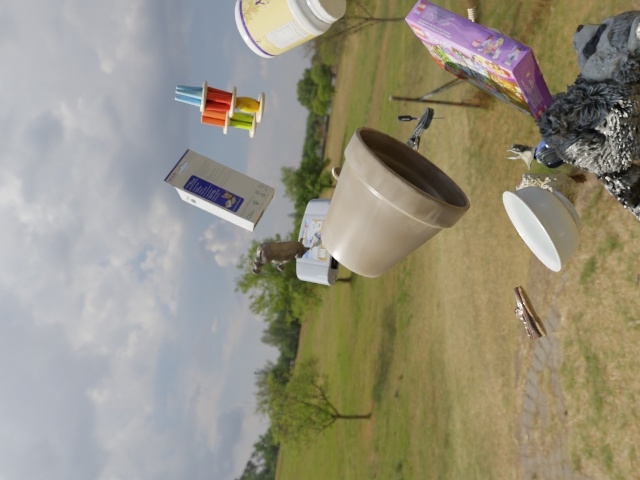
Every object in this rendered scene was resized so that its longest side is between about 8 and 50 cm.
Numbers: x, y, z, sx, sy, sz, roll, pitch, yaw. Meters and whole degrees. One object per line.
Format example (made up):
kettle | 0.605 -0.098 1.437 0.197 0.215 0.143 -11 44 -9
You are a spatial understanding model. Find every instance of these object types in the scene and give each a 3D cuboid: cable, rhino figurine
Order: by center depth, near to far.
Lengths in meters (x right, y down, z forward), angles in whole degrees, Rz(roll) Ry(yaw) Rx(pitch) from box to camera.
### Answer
rhino figurine | -0.120 0.042 1.724 0.073 0.243 0.106 47 125 30
cable | 0.358 -0.368 1.890 0.139 0.072 0.287 -74 7 -46

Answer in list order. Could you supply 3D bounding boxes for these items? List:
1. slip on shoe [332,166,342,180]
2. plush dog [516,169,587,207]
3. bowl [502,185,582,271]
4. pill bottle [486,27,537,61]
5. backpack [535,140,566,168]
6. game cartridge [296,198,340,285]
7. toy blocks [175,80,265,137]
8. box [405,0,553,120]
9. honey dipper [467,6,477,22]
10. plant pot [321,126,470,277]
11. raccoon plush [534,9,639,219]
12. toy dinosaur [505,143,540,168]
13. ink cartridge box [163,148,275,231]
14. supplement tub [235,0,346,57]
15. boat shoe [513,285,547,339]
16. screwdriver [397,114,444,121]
slip on shoe | 0.104 -0.284 2.393 0.135 0.051 0.041 56 165 -28
plush dog | 0.858 -0.124 1.902 0.262 0.210 0.225 -113 16 -68
bowl | 0.712 -0.061 1.625 0.298 0.134 0.298 57 -173 -11
pill bottle | 0.583 -0.617 1.754 0.162 0.278 0.162 -14 73 55
backpack | 0.723 -0.281 1.577 0.120 0.098 0.101 -44 5 44
game cartridge | 0.000 0.000 1.818 0.198 0.062 0.297 5 84 47
toy blocks | -0.182 -0.234 0.925 0.123 0.148 0.054 146 129 -68
box | 0.329 -0.378 1.086 0.057 0.293 0.201 -51 -37 10
honey dipper | 0.582 -0.796 1.967 0.030 0.030 0.160 -86 -20 -58
plant pot | 0.150 -0.072 1.275 0.280 0.323 0.323 -55 14 24
raccoon plush | 0.692 -0.279 1.116 0.299 0.446 0.216 -48 8 45
toy dinosaur | 0.823 -0.310 1.806 0.313 0.160 0.121 9 132 60
ink cartridge box | -0.337 -0.170 1.744 0.165 0.333 0.065 -63 -2 -32
supplement tub | -0.103 -0.799 1.795 0.241 0.331 0.241 18 -113 -49
boat shoe | 0.741 0.266 1.886 0.073 0.073 0.207 -29 -87 -57
screwdriver | 0.362 -0.438 1.882 0.024 0.170 0.025 -5 -80 -86
